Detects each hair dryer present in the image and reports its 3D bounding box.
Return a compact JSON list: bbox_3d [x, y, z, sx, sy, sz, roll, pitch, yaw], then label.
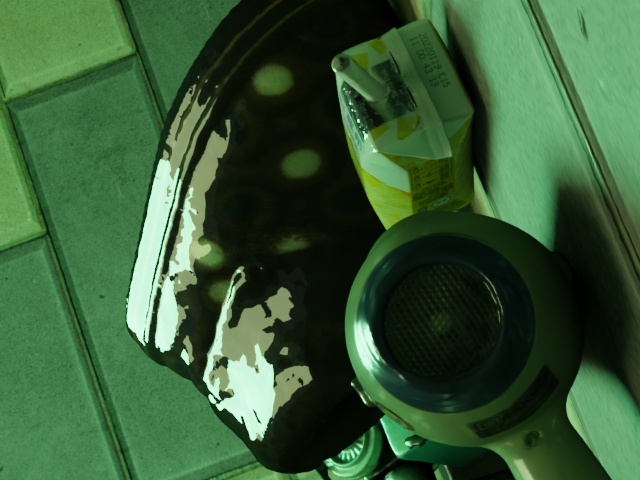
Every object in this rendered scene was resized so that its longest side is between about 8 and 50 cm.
[{"bbox_3d":[0.116,0.103,0.756,0.298,0.119,0.296,57,-172,-9],"label":"hair dryer"}]

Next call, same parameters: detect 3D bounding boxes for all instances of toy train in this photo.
[{"bbox_3d":[0.066,0.112,1.233,0.112,0.163,0.203,14,-136,-47],"label":"toy train"}]

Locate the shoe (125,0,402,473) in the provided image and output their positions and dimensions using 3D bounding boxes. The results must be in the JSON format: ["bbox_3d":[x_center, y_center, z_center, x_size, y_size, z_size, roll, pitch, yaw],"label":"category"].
[{"bbox_3d":[0.000,0.000,1.063,0.237,0.171,0.384,40,129,21],"label":"shoe"}]

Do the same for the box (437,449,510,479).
[{"bbox_3d":[0.129,0.158,1.517,0.289,0.073,0.290,-111,0,-85],"label":"box"}]

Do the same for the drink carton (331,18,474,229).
[{"bbox_3d":[0.049,-0.073,0.843,0.200,0.074,0.084,75,174,-71],"label":"drink carton"}]

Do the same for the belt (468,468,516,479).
[{"bbox_3d":[0.158,0.288,1.155,0.267,0.116,0.206,55,-161,-82],"label":"belt"}]
